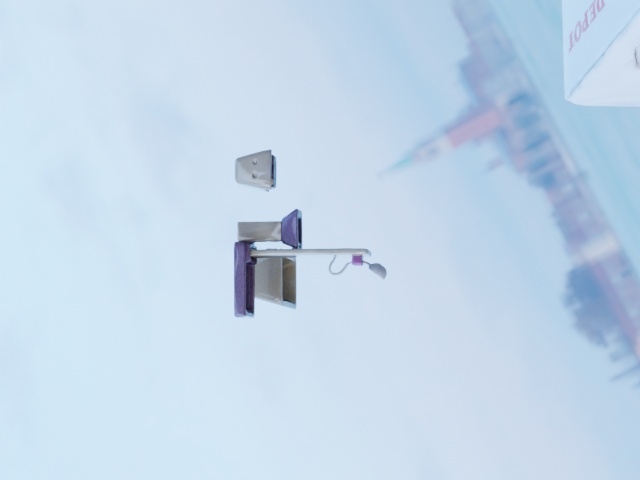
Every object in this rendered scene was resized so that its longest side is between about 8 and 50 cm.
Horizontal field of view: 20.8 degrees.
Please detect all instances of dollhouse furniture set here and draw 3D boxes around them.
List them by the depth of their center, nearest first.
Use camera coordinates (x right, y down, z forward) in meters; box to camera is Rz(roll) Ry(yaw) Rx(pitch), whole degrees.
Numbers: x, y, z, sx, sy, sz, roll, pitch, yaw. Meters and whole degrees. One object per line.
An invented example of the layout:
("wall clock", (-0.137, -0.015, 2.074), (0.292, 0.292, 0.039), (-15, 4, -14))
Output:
("dollhouse furniture set", (0.000, 0.000, 0.987), (0.114, 0.081, 0.091), (35, -125, -82))

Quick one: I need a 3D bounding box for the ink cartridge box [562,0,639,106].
("ink cartridge box", (0.172, -0.186, 0.801), (0.160, 0.092, 0.219), (120, 152, -73))
